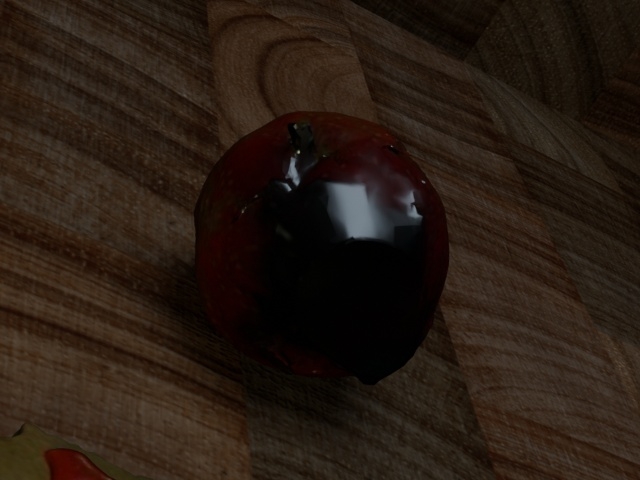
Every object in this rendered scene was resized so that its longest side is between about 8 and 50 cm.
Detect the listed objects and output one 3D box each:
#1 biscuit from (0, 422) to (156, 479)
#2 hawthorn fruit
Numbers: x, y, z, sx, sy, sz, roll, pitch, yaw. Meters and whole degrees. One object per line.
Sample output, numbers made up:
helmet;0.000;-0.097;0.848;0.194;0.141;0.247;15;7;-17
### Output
biscuit;-0.183;0.280;0.867;0.368;0.076;0.394;30;25;-12
hawthorn fruit;0.002;0.014;1.339;0.316;0.316;0.316;27;25;-14
